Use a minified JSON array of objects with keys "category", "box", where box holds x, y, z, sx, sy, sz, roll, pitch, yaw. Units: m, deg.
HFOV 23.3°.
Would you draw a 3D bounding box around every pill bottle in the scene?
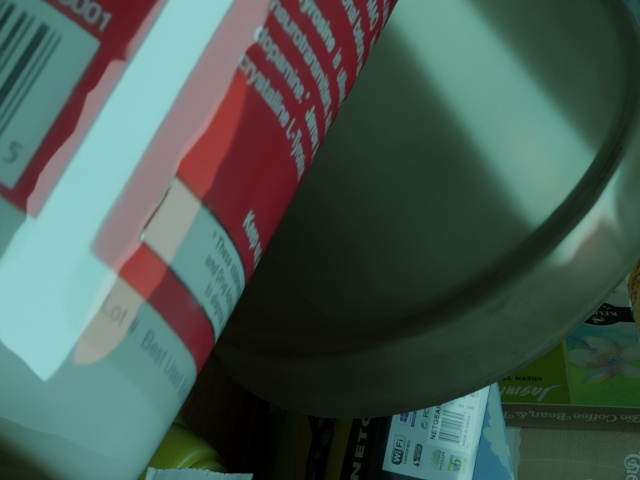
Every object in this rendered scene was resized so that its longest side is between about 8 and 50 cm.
[{"category":"pill bottle","box":[-0.076,-0.132,0.558,0.408,0.229,0.229,-62,156,-18]}]

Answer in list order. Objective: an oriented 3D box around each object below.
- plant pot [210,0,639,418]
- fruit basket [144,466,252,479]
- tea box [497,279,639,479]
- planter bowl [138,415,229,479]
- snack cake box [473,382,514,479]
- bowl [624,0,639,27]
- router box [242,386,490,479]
[{"category":"plant pot","box":[0.006,-0.112,0.859,0.280,0.323,0.323,56,43,-42]},{"category":"fruit basket","box":[-0.135,0.253,0.663,0.327,0.165,0.353,62,48,-81]},{"category":"tea box","box":[0.214,0.248,1.598,0.323,0.220,0.329,-83,173,-66]},{"category":"planter bowl","box":[-0.081,0.229,1.031,0.217,0.090,0.217,8,90,-72]},{"category":"snack cake box","box":[0.077,0.235,1.164,0.152,0.089,0.264,-54,-151,40]},{"category":"bowl","box":[0.174,-0.170,1.210,0.289,0.289,0.156,61,8,-61]},{"category":"router box","box":[0.009,0.219,1.106,0.243,0.081,0.309,167,-63,-67]}]
